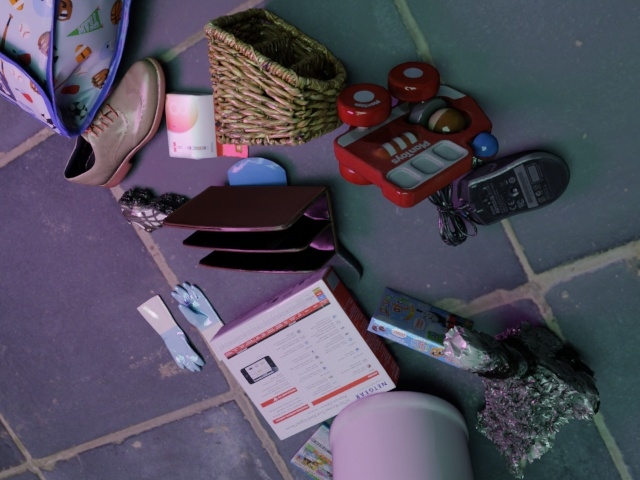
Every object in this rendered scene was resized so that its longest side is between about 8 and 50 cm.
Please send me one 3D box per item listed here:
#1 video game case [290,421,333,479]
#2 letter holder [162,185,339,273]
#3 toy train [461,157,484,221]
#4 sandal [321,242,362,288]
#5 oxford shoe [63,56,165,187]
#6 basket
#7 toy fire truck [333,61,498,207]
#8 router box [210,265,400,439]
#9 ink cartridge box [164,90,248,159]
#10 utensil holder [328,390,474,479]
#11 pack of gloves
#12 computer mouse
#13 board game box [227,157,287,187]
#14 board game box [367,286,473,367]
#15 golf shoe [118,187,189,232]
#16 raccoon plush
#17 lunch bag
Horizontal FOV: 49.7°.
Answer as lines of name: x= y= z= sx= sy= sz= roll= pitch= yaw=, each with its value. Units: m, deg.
video game case: x=0.011 y=0.557 z=1.789 sx=0.119 sy=0.015 sz=0.166 roll=36 pitch=117 yaw=0
letter holder: x=-0.147 y=-0.008 z=1.444 sx=0.301 sy=0.214 sz=0.152 roll=2 pitch=116 yaw=26
toy train: x=0.312 y=-0.112 z=1.421 sx=0.036 sy=0.027 sz=0.158 roll=10 pitch=113 yaw=17
sandal: x=0.000 y=0.001 z=1.556 sx=0.097 sy=0.054 sz=0.255 roll=-25 pitch=111 yaw=32
oxford shoe: x=-0.456 y=-0.252 z=1.530 sx=0.123 sy=0.130 sz=0.348 roll=44 pitch=118 yaw=22
basket: x=-0.062 y=-0.319 z=1.301 sx=0.213 sy=0.299 sz=0.223 roll=3 pitch=112 yaw=16
toy fire truck: x=0.181 y=-0.185 z=1.268 sx=0.254 sy=0.302 sz=0.169 roll=40 pitch=147 yaw=36
router box: x=-0.038 y=0.267 z=1.599 sx=0.335 sy=0.082 sz=0.301 roll=-30 pitch=100 yaw=22
ink cartridge box: x=-0.253 y=-0.251 z=1.531 sx=0.179 sy=0.045 sz=0.146 roll=7 pitch=113 yaw=17
utensil holder: x=0.182 y=0.579 z=1.486 sx=0.327 sy=0.386 sz=0.328 roll=0 pitch=131 yaw=0
pack of gloves: x=-0.340 y=0.229 z=1.749 sx=0.195 sy=0.046 sz=0.232 roll=-30 pitch=99 yaw=24
computer mouse: x=0.351 y=-0.110 z=1.374 sx=0.272 sy=0.072 sz=0.189 roll=-17 pitch=115 yaw=14
board game box: x=-0.132 y=-0.112 z=1.557 sx=0.133 sy=0.033 sz=0.169 roll=-3 pitch=116 yaw=13
board game box: x=0.220 y=0.185 z=1.494 sx=0.211 sy=0.160 sz=0.039 roll=21 pitch=115 yaw=8
golf shoe: x=-0.379 y=-0.061 z=1.638 sx=0.198 sy=0.077 sz=0.094 roll=14 pitch=129 yaw=16
raccoon plush: x=0.351 y=0.320 z=1.440 sx=0.446 sy=0.216 sz=0.299 roll=23 pitch=117 yaw=-22
lunch bag: x=-0.589 y=-0.445 z=1.427 sx=0.327 sy=0.239 sz=0.386 roll=33 pitch=121 yaw=21
